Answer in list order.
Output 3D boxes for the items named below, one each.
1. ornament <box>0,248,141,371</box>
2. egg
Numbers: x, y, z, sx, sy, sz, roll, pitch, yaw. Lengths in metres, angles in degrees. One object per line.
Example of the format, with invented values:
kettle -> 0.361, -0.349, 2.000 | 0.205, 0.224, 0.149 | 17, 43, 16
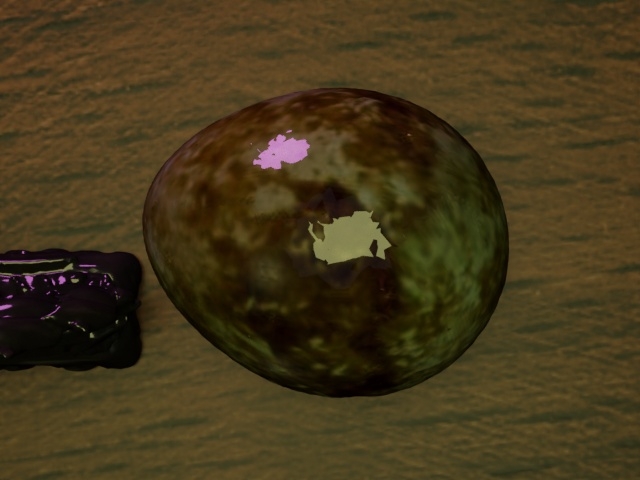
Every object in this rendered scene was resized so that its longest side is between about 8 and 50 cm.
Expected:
ornament -> -0.265, 0.064, 1.051 | 0.251, 0.260, 0.106 | -2, 92, 0
egg -> 0.000, 0.000, 1.057 | 0.289, 0.238, 0.238 | 7, 87, 12
